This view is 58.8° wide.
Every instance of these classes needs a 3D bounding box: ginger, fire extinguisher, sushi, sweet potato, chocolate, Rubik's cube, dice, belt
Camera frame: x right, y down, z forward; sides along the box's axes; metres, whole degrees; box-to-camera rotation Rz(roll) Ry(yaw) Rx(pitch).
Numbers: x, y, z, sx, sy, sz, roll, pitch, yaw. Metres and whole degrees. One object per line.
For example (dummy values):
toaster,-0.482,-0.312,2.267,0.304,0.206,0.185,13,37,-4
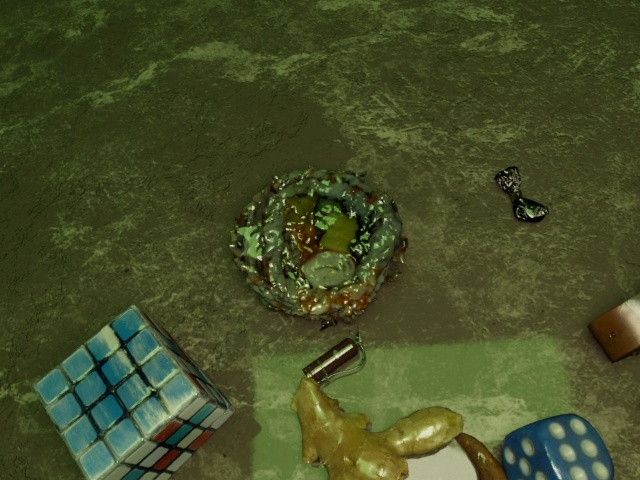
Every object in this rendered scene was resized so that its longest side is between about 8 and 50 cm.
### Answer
ginger,0.072,0.459,1.120,0.347,0.122,0.363,12,64,21
fire extinguisher,0.040,0.265,1.258,0.157,0.045,0.078,-34,74,-9
sushi,0.004,-0.002,1.317,0.417,0.176,0.418,-4,64,8
sweet potato,0.333,0.487,1.096,0.078,0.058,0.256,-25,57,19
chocolate,0.476,-0.106,1.356,0.072,0.070,0.147,-37,60,22
Rubik's cube,-0.374,0.333,1.176,0.256,0.253,0.259,-41,64,-12
dice,0.435,0.410,1.050,0.146,0.146,0.143,-3,57,-21
belt,0.671,0.146,1.132,0.261,0.184,0.105,-24,62,-2
